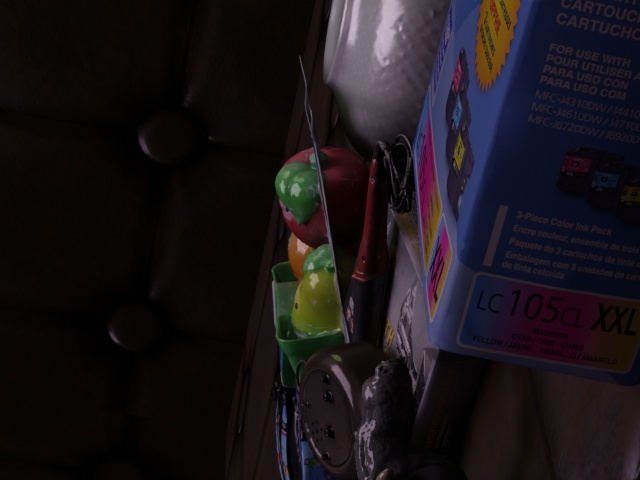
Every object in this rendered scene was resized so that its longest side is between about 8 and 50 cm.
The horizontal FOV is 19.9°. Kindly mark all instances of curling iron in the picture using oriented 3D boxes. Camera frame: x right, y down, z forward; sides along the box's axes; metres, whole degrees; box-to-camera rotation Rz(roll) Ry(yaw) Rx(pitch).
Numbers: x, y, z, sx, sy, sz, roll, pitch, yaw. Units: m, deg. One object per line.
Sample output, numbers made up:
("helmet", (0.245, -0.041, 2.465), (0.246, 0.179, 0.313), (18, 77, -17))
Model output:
("curling iron", (0.051, 0.028, 1.720), (0.068, 0.035, 0.274), (-119, 34, -56))

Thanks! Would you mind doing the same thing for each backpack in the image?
("backpack", (0.006, 0.247, 2.194), (0.158, 0.117, 0.173), (133, 132, -81))

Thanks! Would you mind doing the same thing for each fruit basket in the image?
("fruit basket", (0.000, 0.000, 2.072), (0.327, 0.165, 0.353), (-98, -7, -68))

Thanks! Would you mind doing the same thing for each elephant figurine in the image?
("elephant figurine", (0.079, 0.250, 1.469), (0.239, 0.186, 0.169), (-55, 47, 5))

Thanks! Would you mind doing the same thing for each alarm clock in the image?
("alarm clock", (0.018, 0.158, 1.736), (0.192, 0.064, 0.129), (29, 124, 59))

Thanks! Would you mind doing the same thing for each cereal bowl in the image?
("cereal bowl", (0.086, -0.247, 2.099), (0.339, 0.141, 0.339), (-170, 90, -84))

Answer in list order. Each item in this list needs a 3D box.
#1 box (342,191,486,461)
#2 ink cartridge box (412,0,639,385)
("box", (0.089, 0.077, 1.753), (0.231, 0.056, 0.183), (-109, 25, -46))
("ink cartridge box", (0.175, -0.149, 1.169), (0.270, 0.151, 0.395), (-91, 14, -58))
